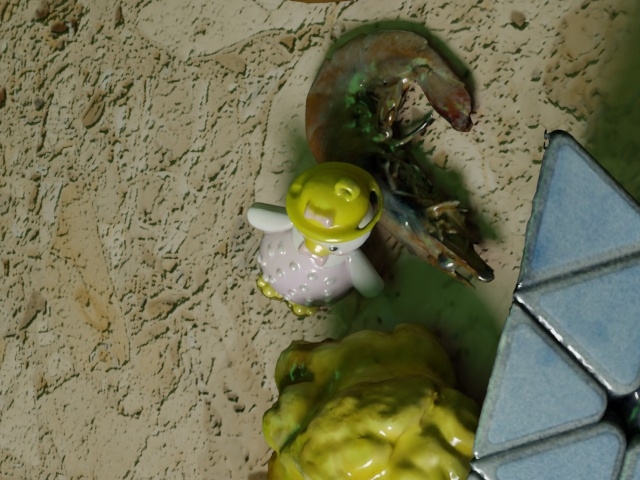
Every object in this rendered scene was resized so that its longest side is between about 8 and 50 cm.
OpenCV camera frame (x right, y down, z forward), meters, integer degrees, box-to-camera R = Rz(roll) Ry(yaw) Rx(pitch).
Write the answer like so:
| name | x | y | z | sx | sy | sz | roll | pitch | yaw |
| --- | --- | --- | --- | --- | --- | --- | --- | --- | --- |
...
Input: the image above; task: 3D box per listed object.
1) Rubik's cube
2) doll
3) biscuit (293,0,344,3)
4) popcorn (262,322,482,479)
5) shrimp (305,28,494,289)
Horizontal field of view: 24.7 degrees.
| name | x | y | z | sx | sy | sz | roll | pitch | yaw |
| --- | --- | --- | --- | --- | --- | --- | --- | --- | --- |
| Rubik's cube | 0.183 | 0.098 | 0.955 | 0.228 | 0.228 | 0.233 | -42 | 52 | 33 |
| doll | 0.000 | 0.000 | 1.182 | 0.129 | 0.081 | 0.207 | 32 | 151 | 2 |
| biscuit | 0.014 | -0.329 | 1.177 | 0.296 | 0.075 | 0.296 | 10 | 105 | 38 |
| popcorn | 0.051 | 0.164 | 1.147 | 0.200 | 0.226 | 0.203 | 14 | 60 | 7 |
| shrimp | 0.074 | -0.069 | 1.169 | 0.251 | 0.052 | 0.143 | 50 | 118 | 25 |
